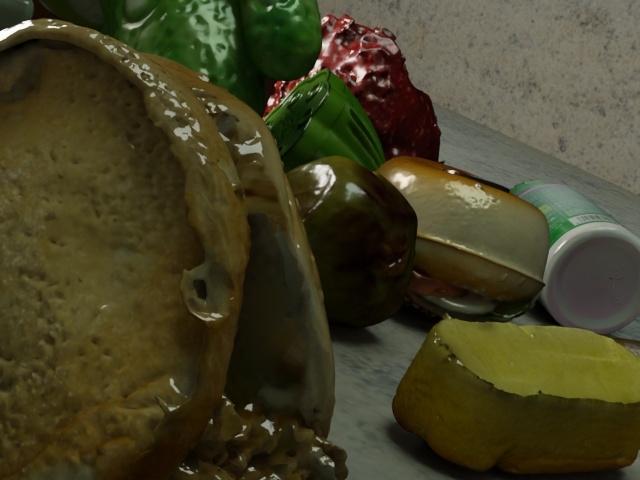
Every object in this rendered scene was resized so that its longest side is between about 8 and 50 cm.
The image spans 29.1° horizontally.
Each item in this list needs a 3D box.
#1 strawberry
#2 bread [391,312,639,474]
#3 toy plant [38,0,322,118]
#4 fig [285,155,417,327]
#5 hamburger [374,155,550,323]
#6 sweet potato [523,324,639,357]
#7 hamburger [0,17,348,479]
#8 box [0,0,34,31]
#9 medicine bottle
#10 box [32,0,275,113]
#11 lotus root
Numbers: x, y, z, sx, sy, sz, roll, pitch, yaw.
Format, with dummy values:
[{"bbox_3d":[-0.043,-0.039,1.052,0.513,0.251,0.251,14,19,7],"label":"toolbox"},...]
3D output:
[{"bbox_3d":[0.021,-0.143,1.559,0.220,0.274,0.274,-36,48,-29],"label":"strawberry"},{"bbox_3d":[0.162,0.123,0.934,0.245,0.094,0.102,8,27,-41],"label":"bread"},{"bbox_3d":[-0.133,-0.185,0.970,0.184,0.224,0.316,38,19,-51],"label":"toy plant"},{"bbox_3d":[0.000,0.000,1.083,0.165,0.144,0.154,4,-24,13],"label":"fig"},{"bbox_3d":[0.128,0.000,1.257,0.237,0.147,0.237,21,8,-3],"label":"hamburger"},{"bbox_3d":[0.270,0.121,1.151,0.273,0.075,0.075,15,14,-11],"label":"sweet potato"},{"bbox_3d":[-0.113,0.028,0.572,0.286,0.243,0.146,32,14,21],"label":"hamburger"},{"bbox_3d":[-0.323,-0.132,0.968,0.129,0.210,0.148,16,13,-34],"label":"box"},{"bbox_3d":[0.294,0.009,1.494,0.133,0.133,0.274,18,14,-12],"label":"medicine bottle"},{"bbox_3d":[-0.238,-0.185,1.261,0.339,0.239,0.229,14,17,-28],"label":"box"},{"bbox_3d":[0.010,-0.071,1.381,0.186,0.186,0.186,19,13,-5],"label":"lotus root"}]
